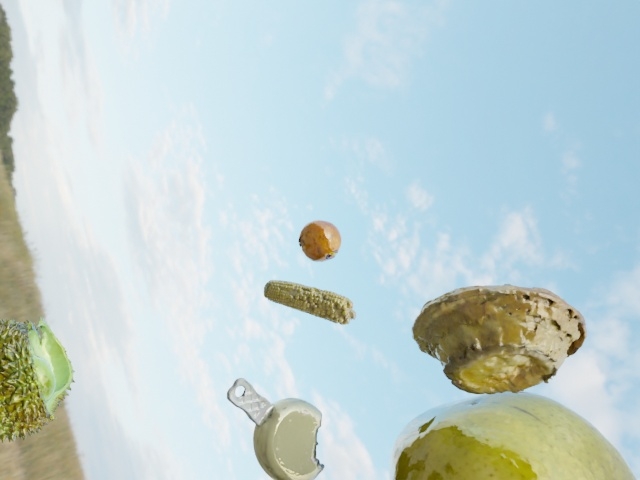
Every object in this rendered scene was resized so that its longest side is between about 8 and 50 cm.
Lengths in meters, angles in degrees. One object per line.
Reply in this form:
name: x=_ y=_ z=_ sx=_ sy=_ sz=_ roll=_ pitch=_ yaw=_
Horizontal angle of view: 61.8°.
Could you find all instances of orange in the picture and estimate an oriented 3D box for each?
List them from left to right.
orange: x=-0.001 y=-0.001 z=1.017 sx=0.083 sy=0.084 sz=0.083 roll=26 pitch=-58 yaw=53

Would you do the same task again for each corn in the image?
corn: x=-0.030 y=0.173 z=1.552 sx=0.288 sy=0.086 sz=0.086 roll=14 pitch=-64 yaw=20

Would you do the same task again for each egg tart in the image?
egg tart: x=0.200 y=0.117 z=0.600 sx=0.191 sy=0.191 sz=0.074 roll=119 pitch=-17 yaw=-48

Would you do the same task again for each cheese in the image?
cheese: x=-0.094 y=0.378 z=1.041 sx=0.071 sy=0.249 sz=0.163 roll=-8 pitch=-122 yaw=53

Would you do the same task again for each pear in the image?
pear: x=0.287 y=0.414 z=0.819 sx=0.418 sy=0.362 sz=0.362 roll=-151 pitch=-125 yaw=-61

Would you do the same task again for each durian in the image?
durian: x=-0.553 y=0.243 z=0.959 sx=0.237 sy=0.177 sz=0.200 roll=-126 pitch=-148 yaw=-63
